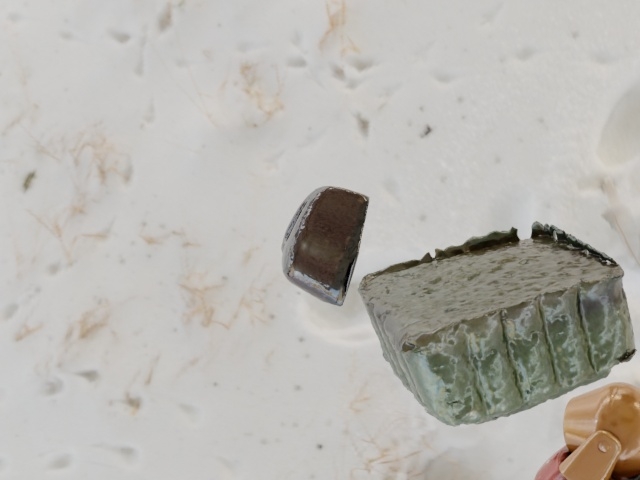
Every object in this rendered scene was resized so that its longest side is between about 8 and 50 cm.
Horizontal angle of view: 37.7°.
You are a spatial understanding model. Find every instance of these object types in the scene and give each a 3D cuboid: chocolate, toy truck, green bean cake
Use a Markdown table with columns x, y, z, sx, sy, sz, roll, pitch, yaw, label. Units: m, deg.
| x | y | z | sx | sy | sz | roll | pitch | yaw | label |
| --- | --- | --- | --- | --- | --- | --- | --- | --- | --- |
| 0.000 | 0.000 | 1.034 | 0.080 | 0.148 | 0.125 | 16 | 113 | -3 | chocolate |
| 0.414 | 0.331 | 1.238 | 0.265 | 0.189 | 0.239 | 38 | 119 | 25 | toy truck |
| 0.136 | 0.065 | 0.747 | 0.182 | 0.173 | 0.094 | -19 | 106 | -7 | green bean cake |
